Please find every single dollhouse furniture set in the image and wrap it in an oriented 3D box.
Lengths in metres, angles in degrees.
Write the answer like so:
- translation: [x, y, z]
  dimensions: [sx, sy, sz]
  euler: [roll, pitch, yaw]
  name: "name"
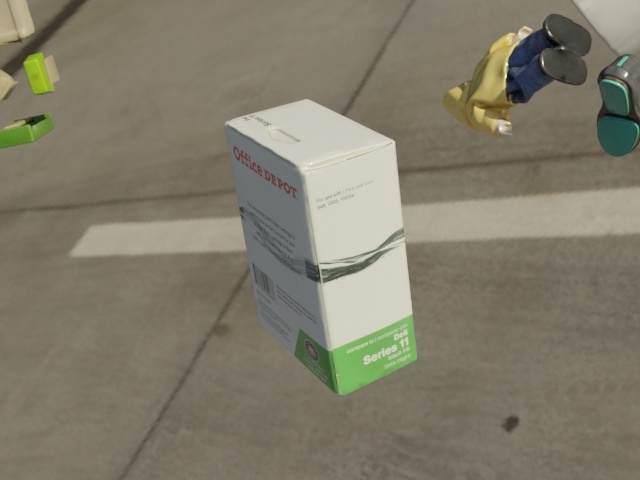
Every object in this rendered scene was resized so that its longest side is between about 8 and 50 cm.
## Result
- translation: [-0.279, -0.163, 0.855]
  dimensions: [0.076, 0.151, 0.058]
  euler: [-12, 18, 5]
  name: "dollhouse furniture set"

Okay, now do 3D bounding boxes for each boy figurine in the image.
- translation: [0.281, -0.230, 1.459]
  dimensions: [0.285, 0.092, 0.177]
  euler: [-31, 44, 62]
  name: "boy figurine"

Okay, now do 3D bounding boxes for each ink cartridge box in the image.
- translation: [0.000, 0.000, 0.819]
  dimensions: [0.087, 0.208, 0.153]
  euler: [-21, 30, -22]
  name: "ink cartridge box"

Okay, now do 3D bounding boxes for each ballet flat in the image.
- translation: [0.436, -0.196, 1.380]
  dimensions: [0.074, 0.203, 0.074]
  euler: [-8, 61, 14]
  name: "ballet flat"

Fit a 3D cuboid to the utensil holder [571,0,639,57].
- translation: [0.578, -0.533, 1.594]
  dimensions: [0.385, 0.328, 0.327]
  euler: [-36, 29, 24]
  name: "utensil holder"
